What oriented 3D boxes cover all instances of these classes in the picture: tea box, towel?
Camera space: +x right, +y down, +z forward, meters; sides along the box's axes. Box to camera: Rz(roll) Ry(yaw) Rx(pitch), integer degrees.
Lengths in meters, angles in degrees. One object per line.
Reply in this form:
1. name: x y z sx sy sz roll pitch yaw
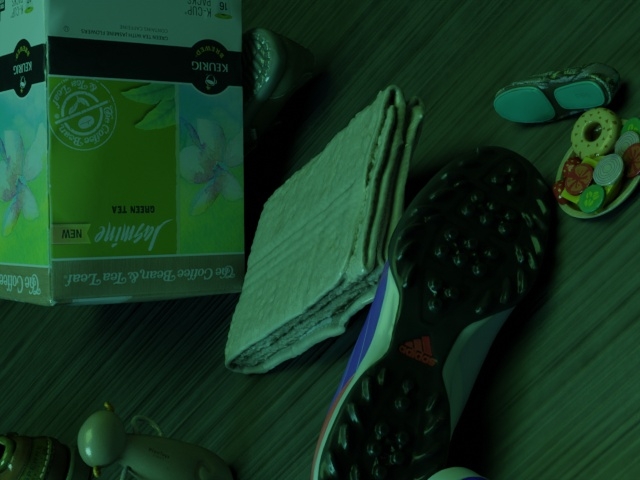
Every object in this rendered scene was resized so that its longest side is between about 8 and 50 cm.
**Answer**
1. tea box: -0.254 -0.102 1.200 0.329 0.220 0.324 0 92 54
2. towel: 0.000 0.000 0.982 0.282 0.049 0.187 -36 35 57

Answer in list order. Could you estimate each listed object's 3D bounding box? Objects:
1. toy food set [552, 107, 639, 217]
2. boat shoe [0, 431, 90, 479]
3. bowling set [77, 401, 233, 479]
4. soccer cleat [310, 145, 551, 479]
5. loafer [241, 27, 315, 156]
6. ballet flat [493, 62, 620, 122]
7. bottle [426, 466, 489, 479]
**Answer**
1. toy food set: 0.202 -0.054 0.820 0.083 0.020 0.082 -58 33 3
2. boat shoe: -0.383 0.268 1.287 0.307 0.104 0.111 -26 45 41
3. bowling set: -0.202 0.305 0.964 0.200 0.154 0.287 -28 44 39
4. soccer cleat: 0.074 0.074 0.829 0.116 0.108 0.318 120 175 -68
5. loafer: -0.085 -0.132 1.233 0.251 0.087 0.094 -41 62 45
6. ballet flat: 0.187 -0.116 0.882 0.114 0.041 0.041 -2 63 53
7. bottle: 0.150 0.207 0.617 0.283 0.092 0.118 25 87 58
